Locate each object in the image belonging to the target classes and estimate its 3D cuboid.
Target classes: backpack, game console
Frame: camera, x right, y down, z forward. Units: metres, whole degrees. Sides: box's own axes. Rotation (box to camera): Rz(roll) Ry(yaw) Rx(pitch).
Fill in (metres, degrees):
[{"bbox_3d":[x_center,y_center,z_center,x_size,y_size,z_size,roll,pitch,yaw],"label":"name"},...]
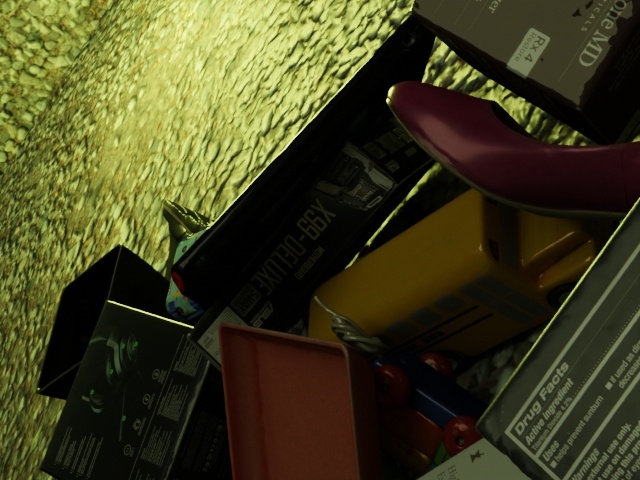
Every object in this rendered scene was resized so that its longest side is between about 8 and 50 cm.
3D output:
[{"bbox_3d":[-0.114,0.044,1.627,0.173,0.117,0.158,-23,48,46],"label":"backpack"},{"bbox_3d":[-0.015,-0.075,1.361,0.386,0.060,0.342,-47,0,-5],"label":"game console"}]

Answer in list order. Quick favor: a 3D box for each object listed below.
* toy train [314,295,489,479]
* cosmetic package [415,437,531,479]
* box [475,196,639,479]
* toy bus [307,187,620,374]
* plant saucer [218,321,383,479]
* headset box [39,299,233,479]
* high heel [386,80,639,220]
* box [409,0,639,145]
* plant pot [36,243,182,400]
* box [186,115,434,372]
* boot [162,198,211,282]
[{"bbox_3d":[0.065,0.175,1.138,0.248,0.105,0.143,32,109,28],"label":"toy train"},{"bbox_3d":[0.169,0.219,0.978,0.231,0.085,0.117,-38,36,18],"label":"cosmetic package"},{"bbox_3d":[0.310,0.101,0.722,0.296,0.182,0.294,-56,47,11],"label":"box"},{"bbox_3d":[0.138,0.042,1.186,0.332,0.130,0.108,-34,39,42],"label":"toy bus"},{"bbox_3d":[-0.013,0.212,1.157,0.259,0.047,0.259,2,99,59],"label":"plant saucer"},{"bbox_3d":[-0.211,0.228,1.536,0.283,0.131,0.246,10,76,47],"label":"headset box"},{"bbox_3d":[0.238,-0.089,0.999,0.377,0.127,0.181,32,104,19],"label":"high heel"},{"bbox_3d":[0.231,-0.217,1.131,0.203,0.167,0.168,36,96,28],"label":"box"},{"bbox_3d":[-0.292,0.149,1.777,0.188,0.167,0.187,-32,39,42],"label":"plant pot"},{"bbox_3d":[0.000,0.000,1.386,0.307,0.076,0.242,-50,-6,21],"label":"box"},{"bbox_3d":[-0.230,0.018,1.896,0.137,0.076,0.198,-65,26,6],"label":"boot"}]
